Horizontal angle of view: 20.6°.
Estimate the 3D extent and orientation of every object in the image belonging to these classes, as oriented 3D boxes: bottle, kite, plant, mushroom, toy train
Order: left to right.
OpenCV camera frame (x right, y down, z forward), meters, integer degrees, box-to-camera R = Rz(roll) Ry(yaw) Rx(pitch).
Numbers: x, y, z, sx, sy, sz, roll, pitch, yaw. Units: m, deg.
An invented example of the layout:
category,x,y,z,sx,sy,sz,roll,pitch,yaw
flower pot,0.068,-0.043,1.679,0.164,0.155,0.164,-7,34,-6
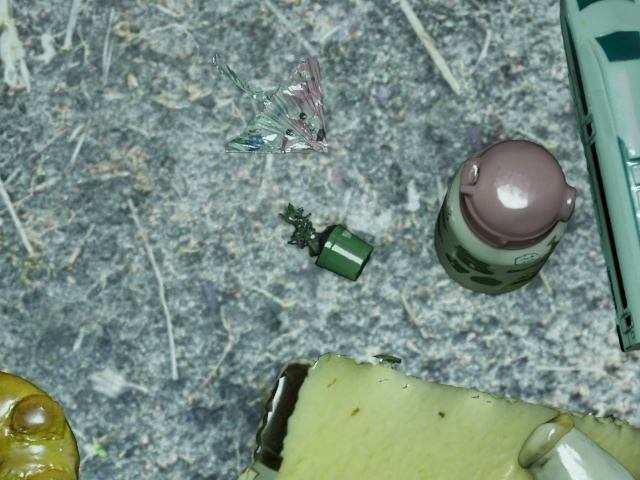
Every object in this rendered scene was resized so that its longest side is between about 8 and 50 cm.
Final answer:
category,x,y,z,sx,sy,sz,roll,pitch,yaw
kite,-0.050,-0.140,1.796,0.157,0.011,0.139,39,78,5
plant,0.000,0.000,1.747,0.102,0.051,0.051,30,80,9
bottle,0.174,-0.026,1.650,0.120,0.253,0.120,0,79,-1
toy train,0.308,-0.098,1.752,0.087,0.088,0.406,-9,78,-2
mushroom,0.291,0.314,1.627,0.097,0.109,0.351,-34,101,-39

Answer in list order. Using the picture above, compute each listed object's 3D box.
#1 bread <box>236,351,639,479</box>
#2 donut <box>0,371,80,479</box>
category,x,y,z,sx,sy,sz,roll,pitch,yaw
bread,0.090,0.284,1.611,0.405,0.242,0.345,14,82,6
donut,-0.332,0.230,1.663,0.227,0.114,0.226,0,79,-1
